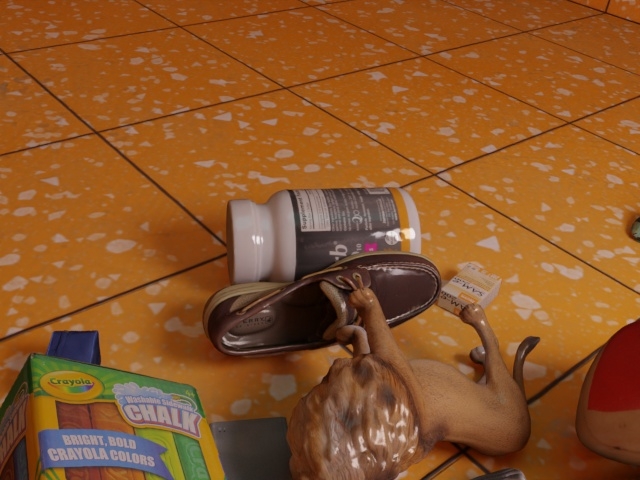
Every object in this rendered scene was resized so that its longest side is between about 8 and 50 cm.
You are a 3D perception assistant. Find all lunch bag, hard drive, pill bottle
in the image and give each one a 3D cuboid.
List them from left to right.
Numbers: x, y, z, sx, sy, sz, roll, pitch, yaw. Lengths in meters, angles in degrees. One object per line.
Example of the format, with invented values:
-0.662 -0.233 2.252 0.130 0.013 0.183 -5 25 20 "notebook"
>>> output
-0.314 0.156 0.887 0.065 0.067 0.098 0 34 -10 "lunch bag"
-0.076 0.264 0.810 0.094 0.022 0.135 -2 36 -12 "hard drive"
0.000 0.000 1.084 0.278 0.162 0.162 -3 36 -12 "pill bottle"

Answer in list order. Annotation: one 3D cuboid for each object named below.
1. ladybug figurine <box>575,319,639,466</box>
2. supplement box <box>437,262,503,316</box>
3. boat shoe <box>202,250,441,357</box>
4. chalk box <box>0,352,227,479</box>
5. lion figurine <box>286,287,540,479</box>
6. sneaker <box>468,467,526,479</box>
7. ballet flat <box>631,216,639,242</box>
0.459 0.144 0.736 0.305 0.449 0.162 0 75 -28 "ladybug figurine"
0.236 0.080 1.115 0.062 0.036 0.098 26 39 27 "supplement box"
0.016 0.093 0.953 0.342 0.123 0.123 -8 10 -13 "boat shoe"
-0.209 0.232 0.647 0.180 0.179 0.289 20 24 -37 "chalk box"
0.141 0.192 0.840 0.392 0.142 0.240 4 44 -20 "lion figurine"
0.173 0.338 0.699 0.105 0.115 0.281 -24 11 22 "sneaker"
0.659 -0.052 1.353 0.188 0.070 0.070 -23 44 -35 "ballet flat"
